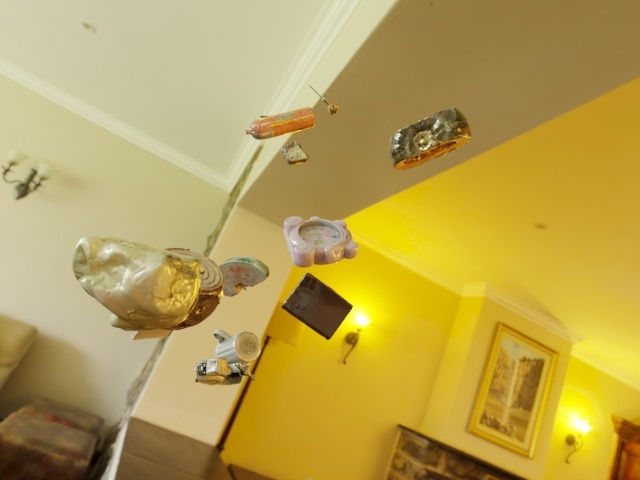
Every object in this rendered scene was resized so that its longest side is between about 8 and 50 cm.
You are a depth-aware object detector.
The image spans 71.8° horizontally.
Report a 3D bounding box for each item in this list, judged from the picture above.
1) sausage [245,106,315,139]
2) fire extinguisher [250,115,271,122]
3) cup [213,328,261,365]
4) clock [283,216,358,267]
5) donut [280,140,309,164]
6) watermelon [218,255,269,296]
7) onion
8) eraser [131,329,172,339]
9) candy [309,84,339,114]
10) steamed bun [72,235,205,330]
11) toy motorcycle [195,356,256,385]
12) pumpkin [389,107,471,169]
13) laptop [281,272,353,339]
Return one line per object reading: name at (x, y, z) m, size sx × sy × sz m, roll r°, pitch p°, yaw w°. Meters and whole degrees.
sausage at (-0.132, -0.374, 1.431) m, size 0.071 × 0.234 × 0.071 m, roll 48°, pitch -30°, yaw 41°
fire extinguisher at (-0.240, -0.562, 2.079) m, size 0.173 × 0.049 × 0.035 m, roll -2°, pitch 29°, yaw -28°
cup at (-0.425, 0.533, 2.173) m, size 0.221 × 0.167 × 0.202 m, roll 22°, pitch -34°, yaw -29°
clock at (0.000, 0.000, 2.103) m, size 0.322 × 0.296 × 0.113 m, roll -4°, pitch -51°, yaw -17°
donut at (-0.159, -0.510, 2.672) m, size 0.126 × 0.187 × 0.144 m, roll -16°, pitch -28°, yaw -15°
watermelon at (-0.405, 0.145, 2.222) m, size 0.321 × 0.175 × 0.188 m, roll -25°, pitch -68°, yaw 23°
onion at (-0.517, 0.197, 1.609) m, size 0.281 × 0.260 × 0.336 m, roll 35°, pitch 17°, yaw 17°
eraser at (-0.662, 0.360, 1.759) m, size 0.150 × 0.023 × 0.104 m, roll 4°, pitch -38°, yaw -41°
candy at (0.014, -0.678, 2.123) m, size 0.184 × 0.049 × 0.055 m, roll 42°, pitch -53°, yaw -9°
steamed bun at (-0.438, 0.111, 1.056) m, size 0.280 × 0.207 × 0.268 m, roll 16°, pitch -3°, yaw -1°
toy motorcycle at (-0.369, 0.503, 1.687) m, size 0.157 × 0.091 × 0.263 m, roll -14°, pitch -27°, yaw 21°
pumpkin at (0.420, -0.388, 1.720) m, size 0.317 × 0.139 × 0.221 m, roll -24°, pitch -7°, yaw 28°
laptop at (-0.008, 0.223, 1.507) m, size 0.207 × 0.154 × 0.026 m, roll 37°, pitch -3°, yaw -10°
